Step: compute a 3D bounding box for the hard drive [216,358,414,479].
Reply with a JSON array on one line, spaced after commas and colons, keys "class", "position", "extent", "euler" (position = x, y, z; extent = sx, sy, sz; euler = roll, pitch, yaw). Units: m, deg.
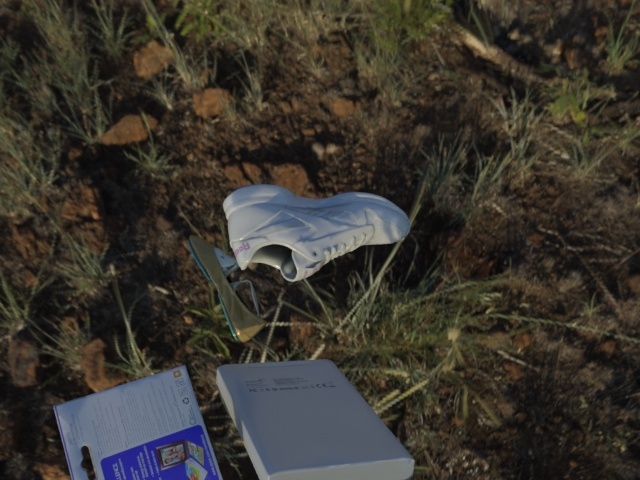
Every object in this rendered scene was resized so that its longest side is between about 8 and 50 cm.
[{"class": "hard drive", "position": [-0.026, 0.299, 1.156], "extent": [0.233, 0.047, 0.353], "euler": [1, 15, -21]}]

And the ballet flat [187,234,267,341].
[{"class": "ballet flat", "position": [-0.172, 0.079, 1.295], "extent": [0.073, 0.080, 0.232], "euler": [-29, 79, 1]}]

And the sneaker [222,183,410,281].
[{"class": "sneaker", "position": [0.000, 0.000, 1.068], "extent": [0.305, 0.114, 0.152], "euler": [2, 61, -20]}]

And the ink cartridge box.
[{"class": "ink cartridge box", "position": [-0.279, 0.318, 1.050], "extent": [0.208, 0.045, 0.206], "euler": [-14, 66, -22]}]
